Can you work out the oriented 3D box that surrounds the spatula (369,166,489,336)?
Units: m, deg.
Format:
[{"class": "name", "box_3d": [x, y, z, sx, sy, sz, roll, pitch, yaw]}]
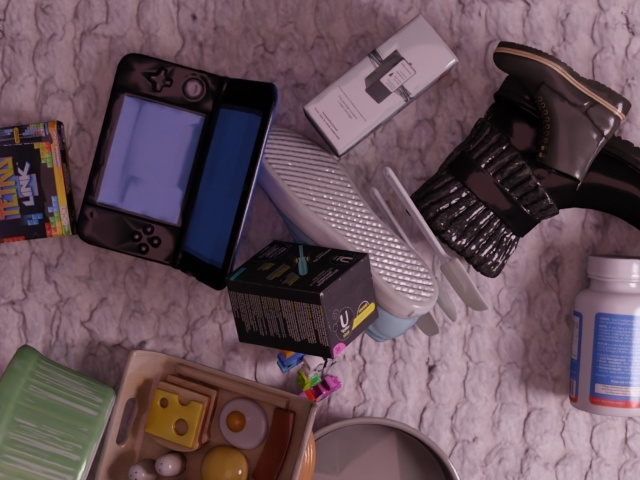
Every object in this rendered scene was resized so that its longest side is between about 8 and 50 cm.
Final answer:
[{"class": "spatula", "box_3d": [0.127, 0.020, 1.532, 0.019, 0.168, 0.242, -34, 89, -29]}]

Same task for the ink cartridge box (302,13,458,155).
[{"class": "ink cartridge box", "box_3d": [0.082, -0.214, 1.510, 0.208, 0.153, 0.087, -38, 91, 1]}]

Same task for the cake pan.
[{"class": "cake pan", "box_3d": [0.069, 0.402, 1.590, 0.293, 0.054, 0.293, 0, 93, 0]}]

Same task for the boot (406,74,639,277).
[{"class": "boot", "box_3d": [0.324, -0.042, 1.523, 0.348, 0.131, 0.260, 34, 86, 9]}]

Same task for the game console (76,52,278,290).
[{"class": "game console", "box_3d": [-0.208, -0.105, 1.508, 0.250, 0.173, 0.293, 15, 93, 0]}]

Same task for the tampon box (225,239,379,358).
[{"class": "tampon box", "box_3d": [-0.024, 0.077, 1.433, 0.161, 0.120, 0.102, 8, 120, 35]}]

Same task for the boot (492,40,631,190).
[{"class": "boot", "box_3d": [0.300, -0.171, 1.444, 0.197, 0.077, 0.137, 29, 90, 11]}]

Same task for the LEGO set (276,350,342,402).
[{"class": "LEGO set", "box_3d": [-0.003, 0.158, 1.522, 0.093, 0.227, 0.087, -29, 72, -15]}]

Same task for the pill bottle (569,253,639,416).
[{"class": "pill bottle", "box_3d": [0.425, 0.133, 1.538, 0.124, 0.124, 0.222, 3, 94, 0]}]

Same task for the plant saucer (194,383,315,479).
[{"class": "plant saucer", "box_3d": [-0.105, 0.310, 1.562, 0.199, 0.037, 0.200, -2, 85, 21]}]

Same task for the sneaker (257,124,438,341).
[{"class": "sneaker", "box_3d": [0.000, 0.000, 1.536, 0.366, 0.135, 0.150, 51, 133, 16]}]

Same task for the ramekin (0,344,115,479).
[{"class": "ramekin", "box_3d": [-0.396, 0.310, 1.475, 0.148, 0.303, 0.304, 21, 93, -7]}]

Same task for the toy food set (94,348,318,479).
[{"class": "toy food set", "box_3d": [-0.165, 0.298, 1.515, 0.306, 0.092, 0.220, 15, 91, 21]}]

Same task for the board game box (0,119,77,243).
[{"class": "board game box", "box_3d": [-0.440, -0.084, 1.573, 0.141, 0.048, 0.170, -8, 93, 0]}]
